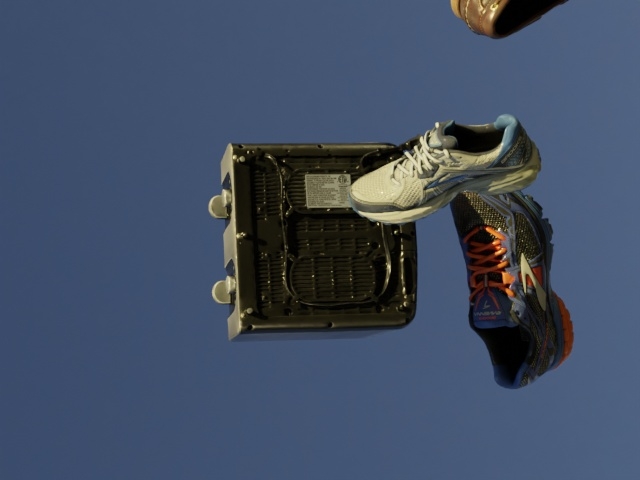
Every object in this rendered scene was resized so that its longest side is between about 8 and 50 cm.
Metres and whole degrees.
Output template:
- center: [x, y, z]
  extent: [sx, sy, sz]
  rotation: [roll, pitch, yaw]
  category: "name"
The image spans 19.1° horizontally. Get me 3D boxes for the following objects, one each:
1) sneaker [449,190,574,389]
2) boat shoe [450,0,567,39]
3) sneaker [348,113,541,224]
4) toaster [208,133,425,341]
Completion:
- center: [0.167, 0.039, 1.713]
  extent: [0.087, 0.083, 0.221]
  rotation: [-48, -57, -44]
  category: "sneaker"
- center: [0.218, -0.247, 1.710]
  extent: [0.207, 0.073, 0.073]
  rotation: [-37, -55, -7]
  category: "boat shoe"
- center: [0.081, -0.056, 1.310]
  extent: [0.058, 0.135, 0.052]
  rotation: [67, -172, -47]
  category: "sneaker"
- center: [0.000, 0.000, 1.654]
  extent: [0.186, 0.110, 0.168]
  rotation: [-2, -98, -14]
  category: "toaster"
